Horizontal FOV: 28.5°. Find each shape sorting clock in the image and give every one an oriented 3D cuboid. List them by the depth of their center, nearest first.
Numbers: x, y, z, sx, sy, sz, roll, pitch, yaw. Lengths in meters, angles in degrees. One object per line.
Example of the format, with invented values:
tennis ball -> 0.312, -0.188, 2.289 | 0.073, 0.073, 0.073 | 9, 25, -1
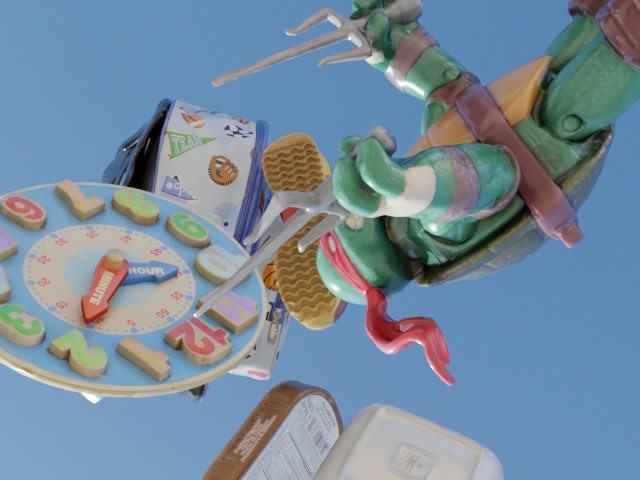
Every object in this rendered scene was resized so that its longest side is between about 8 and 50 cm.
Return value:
shape sorting clock -> -0.134, 0.023, 0.800 | 0.206, 0.206, 0.040 | 30, -53, 10

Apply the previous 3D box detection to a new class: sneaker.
sneaker -> 0.000, 0.000, 1.065 | 0.069, 0.084, 0.185 | -17, -122, 15

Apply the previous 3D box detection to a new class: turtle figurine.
turtle figurine -> 0.058, -0.048, 0.469 | 0.234, 0.175, 0.118 | -37, -63, 9

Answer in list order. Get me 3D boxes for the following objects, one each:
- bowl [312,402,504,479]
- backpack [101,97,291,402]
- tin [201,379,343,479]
bowl -> 0.068, 0.188, 0.972 | 0.142, 0.053, 0.142 | 23, -140, 14
backpack -> -0.117, 0.003, 1.189 | 0.213, 0.276, 0.263 | 7, -85, -13
tin -> -0.043, 0.207, 1.117 | 0.040, 0.106, 0.190 | 2, -139, 41
